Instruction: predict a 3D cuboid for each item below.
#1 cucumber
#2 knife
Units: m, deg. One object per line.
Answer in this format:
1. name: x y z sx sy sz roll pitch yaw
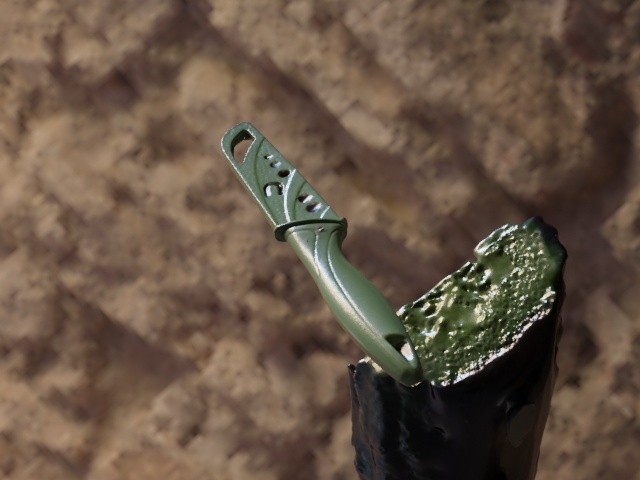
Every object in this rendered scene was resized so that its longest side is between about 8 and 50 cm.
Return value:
1. cucumber: 0.080 0.095 0.956 0.086 0.115 0.193 48 -34 45
2. knife: 0.000 0.000 0.770 0.207 0.030 0.014 -128 -160 -50
